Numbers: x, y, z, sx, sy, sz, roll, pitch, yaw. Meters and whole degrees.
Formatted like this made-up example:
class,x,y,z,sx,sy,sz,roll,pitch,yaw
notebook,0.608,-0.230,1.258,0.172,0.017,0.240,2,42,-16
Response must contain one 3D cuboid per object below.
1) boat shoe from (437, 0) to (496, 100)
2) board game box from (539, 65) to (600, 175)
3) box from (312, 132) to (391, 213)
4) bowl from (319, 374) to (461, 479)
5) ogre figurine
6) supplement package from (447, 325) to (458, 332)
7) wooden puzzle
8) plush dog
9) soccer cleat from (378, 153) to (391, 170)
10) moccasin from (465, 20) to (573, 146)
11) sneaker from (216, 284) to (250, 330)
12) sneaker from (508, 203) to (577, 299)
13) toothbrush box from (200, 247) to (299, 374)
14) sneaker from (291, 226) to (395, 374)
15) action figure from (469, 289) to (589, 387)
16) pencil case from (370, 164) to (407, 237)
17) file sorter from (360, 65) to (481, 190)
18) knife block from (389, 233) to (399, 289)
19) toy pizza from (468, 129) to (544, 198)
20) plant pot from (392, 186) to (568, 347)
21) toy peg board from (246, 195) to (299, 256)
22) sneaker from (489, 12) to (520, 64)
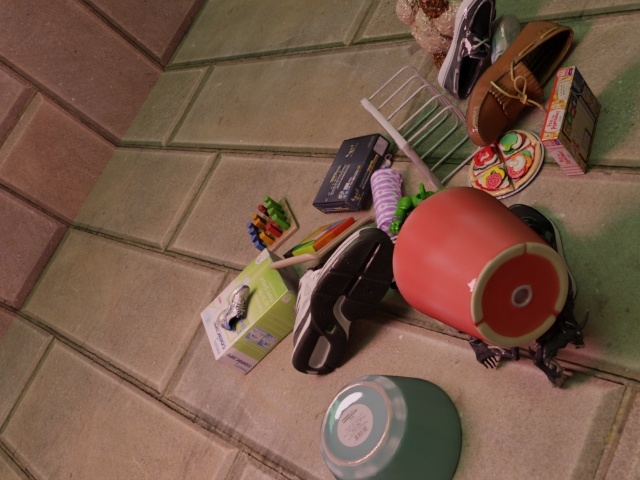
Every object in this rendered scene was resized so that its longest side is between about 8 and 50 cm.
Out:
class,x,y,z,sx,sy,sz,roll,pitch,yaw
boat shoe,0.403,-0.517,1.914,0.102,0.108,0.301,57,139,42
board game box,0.558,-0.264,1.604,0.045,0.147,0.193,-2,59,45
box,0.087,-0.190,2.077,0.183,0.059,0.232,1,61,60
bowl,0.120,0.407,1.515,0.312,0.163,0.311,-26,45,29
ogre figurine,0.266,-0.077,1.793,0.197,0.097,0.118,-28,38,23
supplement package,0.328,0.098,1.584,0.179,0.105,0.105,-37,34,18
wooden puzzle,0.000,0.000,1.916,0.239,0.044,0.221,-32,8,-33
plush dog,0.360,-0.611,2.019,0.225,0.263,0.210,157,111,-77
soccer cleat,0.182,-0.211,2.044,0.036,0.029,0.083,-21,43,40
moccasin,0.493,-0.384,1.780,0.380,0.139,0.147,-47,34,-16
sneaker,-0.221,0.185,1.943,0.058,0.052,0.135,32,94,41
sneaker,0.446,0.004,1.526,0.107,0.124,0.283,-36,41,20
toothbrush box,-0.181,0.197,2.023,0.283,0.122,0.206,-45,39,12
sneaker,0.026,0.092,1.765,0.257,0.169,0.447,-102,32,-50
action figure,0.426,0.186,1.397,0.276,0.141,0.164,-15,47,59
pencil case,0.184,-0.100,1.916,0.088,0.086,0.206,1,51,-5
file sorter,0.269,-0.306,1.900,0.173,0.193,0.277,-41,39,9
knife block,0.269,0.043,1.728,0.276,0.242,0.088,7,57,-2
toy pizza,0.444,-0.190,1.756,0.201,0.032,0.201,-27,44,30
plant pot,0.304,0.060,1.335,0.275,0.275,0.243,-51,26,2
toy peg board,-0.168,-0.049,2.236,0.161,0.079,0.161,-42,38,13
sneaker,0.487,-0.494,1.925,0.086,0.085,0.237,131,152,-64
